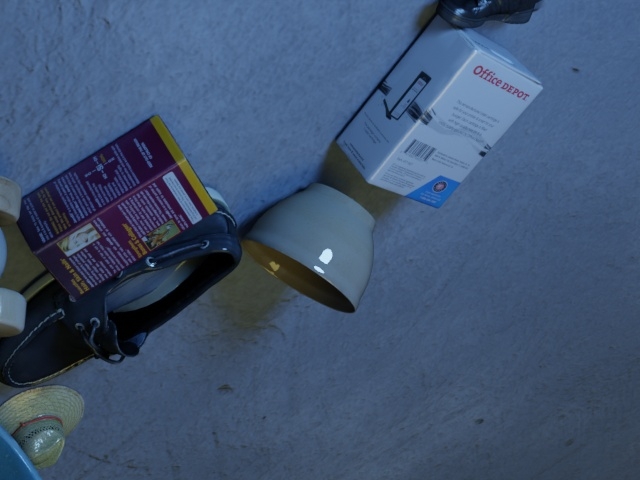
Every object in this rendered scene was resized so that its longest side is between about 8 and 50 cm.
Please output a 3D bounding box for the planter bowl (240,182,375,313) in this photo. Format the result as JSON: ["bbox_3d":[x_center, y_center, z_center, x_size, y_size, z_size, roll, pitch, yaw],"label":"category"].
[{"bbox_3d":[0.000,0.000,1.542,0.109,0.162,0.162,-58,146,-14],"label":"planter bowl"}]

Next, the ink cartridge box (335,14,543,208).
[{"bbox_3d":[0.142,-0.151,1.520,0.148,0.086,0.203,18,119,-47],"label":"ink cartridge box"}]

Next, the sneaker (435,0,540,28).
[{"bbox_3d":[0.210,-0.291,1.450,0.170,0.051,0.089,-9,136,-37],"label":"sneaker"}]

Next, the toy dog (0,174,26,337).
[{"bbox_3d":[-0.414,-0.011,1.197,0.161,0.220,0.334,-11,141,22],"label":"toy dog"}]

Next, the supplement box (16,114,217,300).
[{"bbox_3d":[-0.221,-0.035,1.377,0.188,0.081,0.104,-32,144,-3],"label":"supplement box"}]

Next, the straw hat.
[{"bbox_3d":[-0.355,0.253,1.611,0.144,0.061,0.144,-20,141,-18],"label":"straw hat"}]

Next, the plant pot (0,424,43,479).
[{"bbox_3d":[-0.516,0.384,1.442,0.334,0.341,0.341,-33,144,13],"label":"plant pot"}]

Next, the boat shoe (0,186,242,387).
[{"bbox_3d":[-0.231,0.080,1.469,0.340,0.113,0.127,-33,144,-2],"label":"boat shoe"}]
